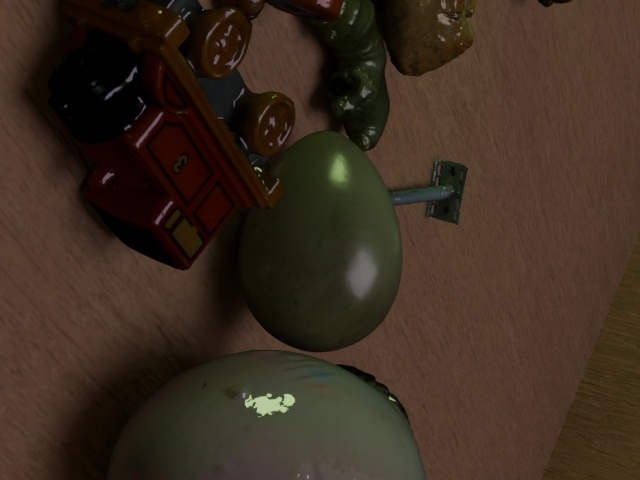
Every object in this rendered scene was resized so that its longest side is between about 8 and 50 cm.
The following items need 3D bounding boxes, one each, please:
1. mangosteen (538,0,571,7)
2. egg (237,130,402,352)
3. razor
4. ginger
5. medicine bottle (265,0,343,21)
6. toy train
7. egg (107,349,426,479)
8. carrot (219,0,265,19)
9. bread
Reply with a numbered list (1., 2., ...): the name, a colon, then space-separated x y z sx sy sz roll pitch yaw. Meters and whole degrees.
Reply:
1. mangosteen: 0.447 -0.517 2.282 0.192 0.192 0.217 -39 156 -49
2. egg: 0.000 0.000 1.652 0.218 0.218 0.295 9 82 -62
3. razor: 0.165 -0.073 2.098 0.232 0.068 0.106 -11 112 -55
4. ginger: 0.045 -0.248 1.752 0.137 0.089 0.290 -42 140 -35
5. medicine bottle: 0.014 -0.420 1.532 0.157 0.157 0.289 20 86 -63
6. toy train: -0.165 -0.123 1.353 0.232 0.163 0.369 -56 148 -17
7. egg: -0.095 0.298 1.490 0.340 0.354 0.355 18 87 -50
8. carrot: -0.101 -0.339 1.475 0.055 0.055 0.161 -41 132 -47
9. bread: 0.160 -0.364 1.808 0.244 0.134 0.244 2 90 -78
